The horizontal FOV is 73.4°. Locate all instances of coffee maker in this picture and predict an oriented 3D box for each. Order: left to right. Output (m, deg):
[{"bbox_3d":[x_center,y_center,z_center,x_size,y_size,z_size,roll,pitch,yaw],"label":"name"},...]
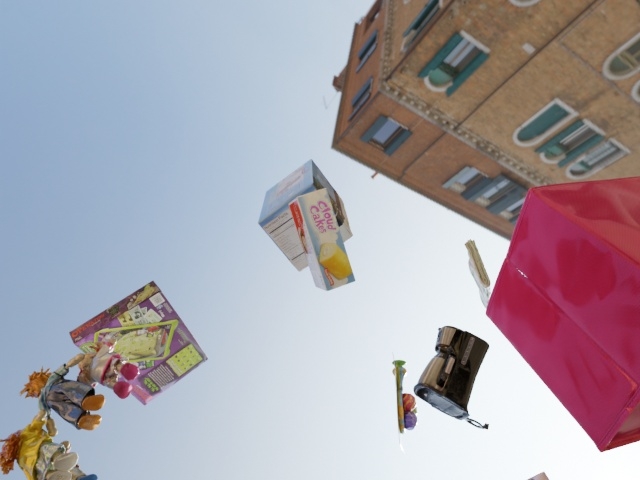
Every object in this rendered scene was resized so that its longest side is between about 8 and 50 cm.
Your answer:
[{"bbox_3d":[0.328,0.317,1.016,0.171,0.120,0.178,40,-119,-6],"label":"coffee maker"}]

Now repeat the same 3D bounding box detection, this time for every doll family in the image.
[{"bbox_3d":[-0.410,0.273,0.668,0.118,0.163,0.263,39,-119,-52],"label":"doll family"}]

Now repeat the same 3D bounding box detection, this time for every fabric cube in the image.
[{"bbox_3d":[0.439,0.083,0.600,0.254,0.259,0.258,-7,-145,-15],"label":"fabric cube"}]

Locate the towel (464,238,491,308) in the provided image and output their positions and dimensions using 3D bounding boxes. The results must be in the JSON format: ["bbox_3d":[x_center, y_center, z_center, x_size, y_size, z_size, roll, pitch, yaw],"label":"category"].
[{"bbox_3d":[0.340,0.077,0.928,0.152,0.023,0.113,55,-158,-56],"label":"towel"}]

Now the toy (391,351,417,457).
[{"bbox_3d":[0.229,0.434,1.146,0.056,0.137,0.237,-10,-131,11],"label":"toy"}]

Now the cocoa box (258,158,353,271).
[{"bbox_3d":[-0.053,-0.102,1.515,0.228,0.231,0.347,51,-167,-20],"label":"cocoa box"}]

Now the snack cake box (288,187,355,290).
[{"bbox_3d":[0.000,0.000,1.199,0.089,0.152,0.264,-19,-87,-11],"label":"snack cake box"}]

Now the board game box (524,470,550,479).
[{"bbox_3d":[0.277,0.527,0.690,0.053,0.305,0.193,54,-170,-12],"label":"board game box"}]

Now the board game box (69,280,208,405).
[{"bbox_3d":[-0.434,0.270,1.082,0.208,0.347,0.056,-38,-127,-23],"label":"board game box"}]
